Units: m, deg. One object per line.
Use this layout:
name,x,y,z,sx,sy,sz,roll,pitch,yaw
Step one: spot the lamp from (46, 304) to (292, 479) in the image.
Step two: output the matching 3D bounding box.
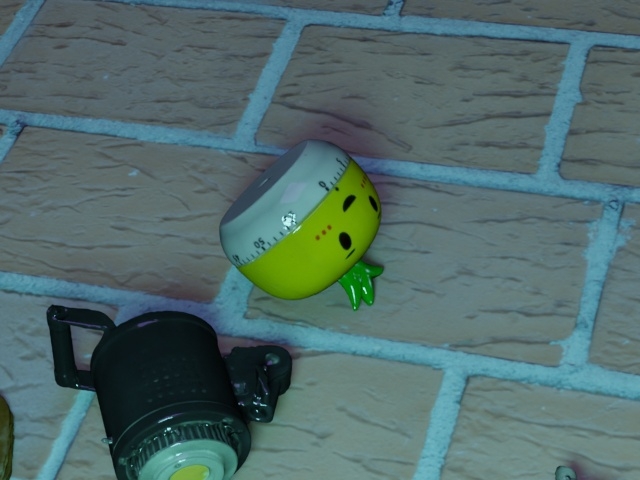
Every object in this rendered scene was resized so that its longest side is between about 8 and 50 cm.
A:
lamp,-0.233,0.252,2.061,0.374,0.205,0.272,4,43,-1

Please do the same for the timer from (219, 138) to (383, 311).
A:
timer,0.000,0.000,2.263,0.285,0.285,0.285,-5,47,6

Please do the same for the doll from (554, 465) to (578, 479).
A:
doll,0.371,0.394,1.896,0.192,0.095,0.149,18,55,22

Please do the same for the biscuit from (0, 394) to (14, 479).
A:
biscuit,-0.614,0.298,2.198,0.277,0.052,0.262,-5,47,6
